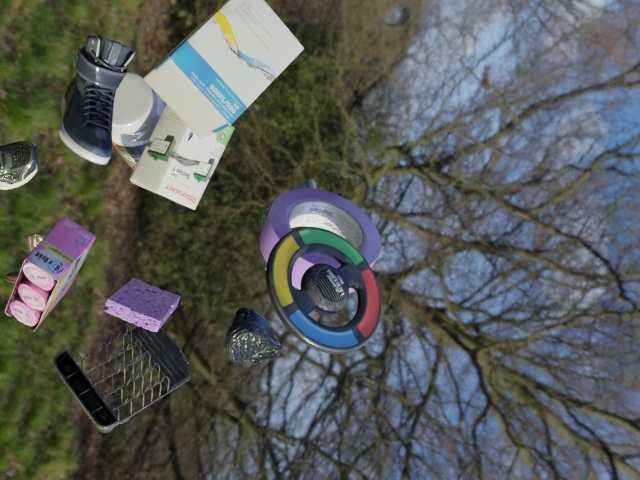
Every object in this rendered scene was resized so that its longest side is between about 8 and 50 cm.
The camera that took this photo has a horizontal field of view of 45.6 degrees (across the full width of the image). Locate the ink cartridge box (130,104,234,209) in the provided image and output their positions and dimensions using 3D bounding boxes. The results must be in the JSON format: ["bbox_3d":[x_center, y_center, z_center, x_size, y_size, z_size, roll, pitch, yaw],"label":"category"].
[{"bbox_3d":[-0.311,-0.196,1.725,0.219,0.092,0.160,-65,153,-1],"label":"ink cartridge box"}]

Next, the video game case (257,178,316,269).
[{"bbox_3d":[-0.082,-0.042,2.076,0.193,0.023,0.212,-28,-129,23],"label":"video game case"}]

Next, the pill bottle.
[{"bbox_3d":[-0.442,-0.282,1.856,0.283,0.161,0.161,81,33,-74],"label":"pill bottle"}]

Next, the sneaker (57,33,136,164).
[{"bbox_3d":[-0.365,-0.243,1.258,0.163,0.086,0.226,-51,-137,24],"label":"sneaker"}]

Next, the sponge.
[{"bbox_3d":[-0.376,0.134,1.622,0.210,0.117,0.031,-89,-158,-81],"label":"sponge"}]

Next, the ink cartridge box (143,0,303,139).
[{"bbox_3d":[-0.187,-0.345,1.481,0.233,0.168,0.171,-50,-161,-21],"label":"ink cartridge box"}]

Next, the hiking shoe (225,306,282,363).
[{"bbox_3d":[-0.191,0.231,1.911,0.113,0.132,0.304,-30,163,-2],"label":"hiking shoe"}]

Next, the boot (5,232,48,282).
[{"bbox_3d":[-0.610,0.032,1.587,0.037,0.106,0.114,-109,-161,-59],"label":"boot"}]

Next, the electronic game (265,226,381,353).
[{"bbox_3d":[0.009,0.081,1.287,0.048,0.229,0.229,-38,-159,46],"label":"electronic game"}]

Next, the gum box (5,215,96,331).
[{"bbox_3d":[-0.443,0.059,1.240,0.188,0.062,0.107,-48,-169,46],"label":"gum box"}]

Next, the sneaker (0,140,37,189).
[{"bbox_3d":[-0.524,-0.112,1.169,0.077,0.178,0.072,38,37,-81],"label":"sneaker"}]

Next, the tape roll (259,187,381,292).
[{"bbox_3d":[0.000,0.000,1.785,0.275,0.275,0.090,-68,-178,-51],"label":"tape roll"}]

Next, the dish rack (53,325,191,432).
[{"bbox_3d":[-0.435,0.293,1.720,0.271,0.208,0.074,-29,158,-35],"label":"dish rack"}]
